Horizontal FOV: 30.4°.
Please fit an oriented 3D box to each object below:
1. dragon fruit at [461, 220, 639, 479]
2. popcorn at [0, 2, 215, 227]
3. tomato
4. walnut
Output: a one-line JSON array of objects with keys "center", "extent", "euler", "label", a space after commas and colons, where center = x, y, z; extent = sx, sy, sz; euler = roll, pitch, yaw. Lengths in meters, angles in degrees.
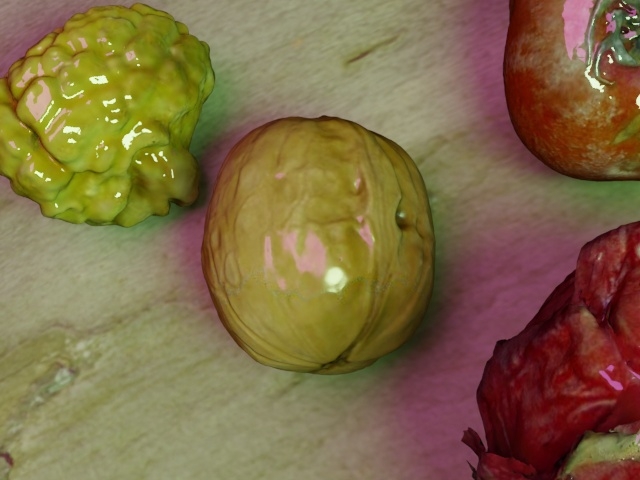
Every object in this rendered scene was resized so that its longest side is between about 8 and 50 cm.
[{"center": [0.239, 0.142, 0.675], "extent": [0.329, 0.329, 0.329], "euler": [-8, 68, 21], "label": "dragon fruit"}, {"center": [-0.193, -0.110, 1.113], "extent": [0.200, 0.226, 0.203], "euler": [-35, 91, 30], "label": "popcorn"}, {"center": [0.251, -0.156, 0.928], "extent": [0.232, 0.188, 0.232], "euler": [0, 95, 1], "label": "tomato"}, {"center": [0.000, 0.000, 0.978], "extent": [0.195, 0.195, 0.221], "euler": [-6, 69, 22], "label": "walnut"}]
